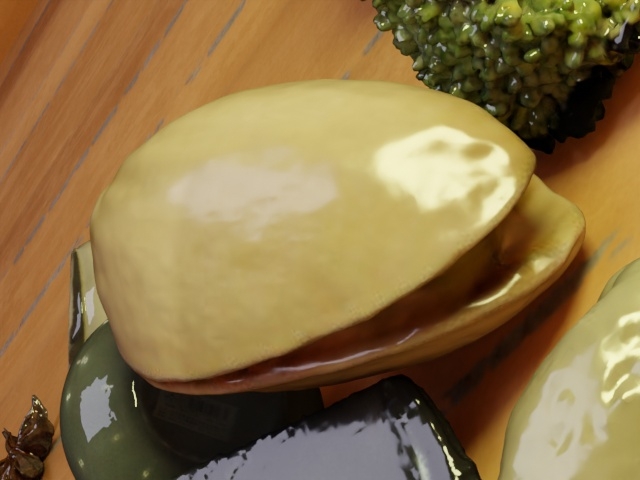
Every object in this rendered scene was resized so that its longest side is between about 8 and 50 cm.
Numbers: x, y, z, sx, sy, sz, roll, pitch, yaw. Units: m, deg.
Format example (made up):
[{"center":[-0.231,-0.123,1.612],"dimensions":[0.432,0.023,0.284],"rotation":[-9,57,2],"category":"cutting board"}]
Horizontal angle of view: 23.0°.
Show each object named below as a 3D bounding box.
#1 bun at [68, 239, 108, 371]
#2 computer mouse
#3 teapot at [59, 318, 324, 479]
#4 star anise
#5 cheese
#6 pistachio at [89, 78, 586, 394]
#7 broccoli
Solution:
[{"center":[-0.164,0.079,1.396],"dimensions":[0.173,0.120,0.172],"rotation":[178,90,-82],"category":"bun"},{"center":[-0.012,0.203,0.928],"dimensions":[0.295,0.087,0.168],"rotation":[-32,55,27],"category":"computer mouse"},{"center":[-0.107,0.154,1.135],"dimensions":[0.251,0.184,0.183],"rotation":[123,160,-58],"category":"teapot"},{"center":[-0.330,0.244,1.736],"dimensions":[0.141,0.042,0.141],"rotation":[-48,27,34],"category":"star anise"},{"center":[0.101,0.129,0.649],"dimensions":[0.263,0.093,0.159],"rotation":[-60,-12,-7],"category":"cheese"},{"center":[0.000,0.000,0.928],"dimensions":[0.318,0.193,0.214],"rotation":[-9,44,42],"category":"pistachio"},{"center":[0.112,-0.204,0.932],"dimensions":[0.273,0.180,0.242],"rotation":[-69,20,-5],"category":"broccoli"}]
